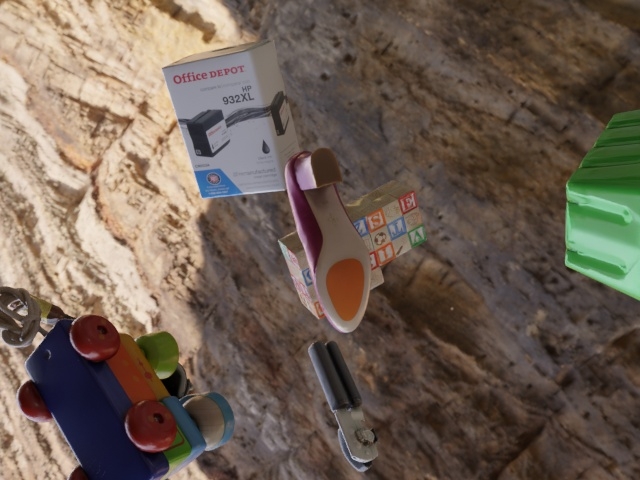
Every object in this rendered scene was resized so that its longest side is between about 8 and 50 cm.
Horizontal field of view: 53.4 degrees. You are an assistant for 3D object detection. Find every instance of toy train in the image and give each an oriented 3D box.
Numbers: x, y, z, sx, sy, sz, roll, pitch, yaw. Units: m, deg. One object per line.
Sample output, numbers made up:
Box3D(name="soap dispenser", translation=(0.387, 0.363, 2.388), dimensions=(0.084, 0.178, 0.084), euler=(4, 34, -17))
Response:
Box3D(name="toy train", translation=(-0.188, 0.104, 0.571), dimensions=(0.248, 0.105, 0.143), euler=(50, -160, 19))

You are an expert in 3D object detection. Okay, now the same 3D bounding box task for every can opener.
Box3D(name="can opener", translation=(0.040, 0.342, 1.338), dimensions=(0.074, 0.093, 0.280), euler=(9, -133, -40))

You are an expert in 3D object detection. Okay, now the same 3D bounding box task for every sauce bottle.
Box3D(name="sauce bottle", translation=(-0.531, 0.138, 1.227), dimensions=(0.128, 0.042, 0.042), euler=(31, -152, -25))

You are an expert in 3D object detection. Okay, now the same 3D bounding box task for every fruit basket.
Box3D(name="fruit basket", translation=(0.626, -0.049, 1.038), dimensions=(0.392, 0.392, 0.283), euler=(-90, -10, -58))

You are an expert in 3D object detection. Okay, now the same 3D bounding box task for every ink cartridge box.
Box3D(name="ink cartridge box", translation=(-0.188, -0.264, 1.413), dimensions=(0.129, 0.223, 0.307), euler=(-53, -46, -57))

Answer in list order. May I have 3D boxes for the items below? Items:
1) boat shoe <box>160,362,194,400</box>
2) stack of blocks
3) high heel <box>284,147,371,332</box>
Box3D(name="boat shoe", translation=(-0.237, 0.231, 0.924), dimensions=(0.121, 0.119, 0.335), euler=(40, 173, 2))
Box3D(name="stack of blocks", translation=(0.078, 0.016, 1.367), dimensions=(0.087, 0.297, 0.171), euler=(36, 151, 56))
Box3D(name="high heel", translation=(0.000, 0.000, 0.853), dimensions=(0.082, 0.117, 0.244), euler=(-17, -86, -21))
